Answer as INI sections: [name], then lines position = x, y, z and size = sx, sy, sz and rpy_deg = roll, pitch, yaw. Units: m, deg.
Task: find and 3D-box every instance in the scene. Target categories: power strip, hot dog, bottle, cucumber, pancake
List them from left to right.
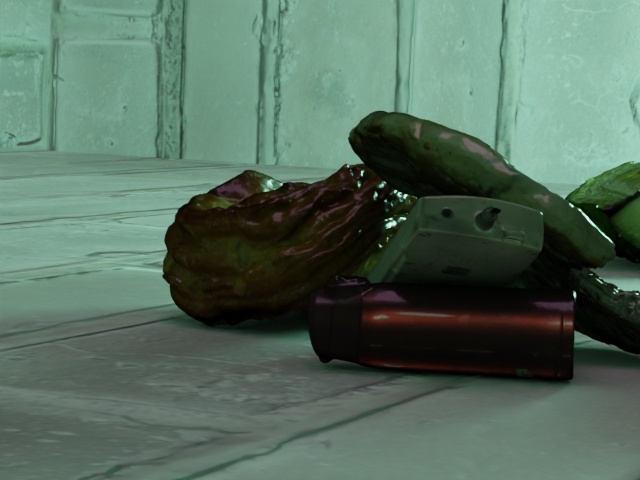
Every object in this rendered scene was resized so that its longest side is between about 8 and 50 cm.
[hot dog]
position = -0.001, -0.003, 1.481
size = 0.175, 0.114, 0.259
rpy_deg = -7, 0, 30
[bottle]
position = 0.074, 0.052, 1.223
size = 0.164, 0.060, 0.060
rpy_deg = 2, 5, 7
[power strip]
position = 0.079, 0.018, 1.250
size = 0.080, 0.029, 0.227
rpy_deg = 9, -22, -9
[pancake]
position = 0.123, -0.011, 1.322
size = 0.253, 0.037, 0.253
rpy_deg = 37, -7, 5
[cucumber]
position = 0.339, -0.026, 2.094
size = 0.145, 0.105, 0.325
rpy_deg = -25, 6, -2
